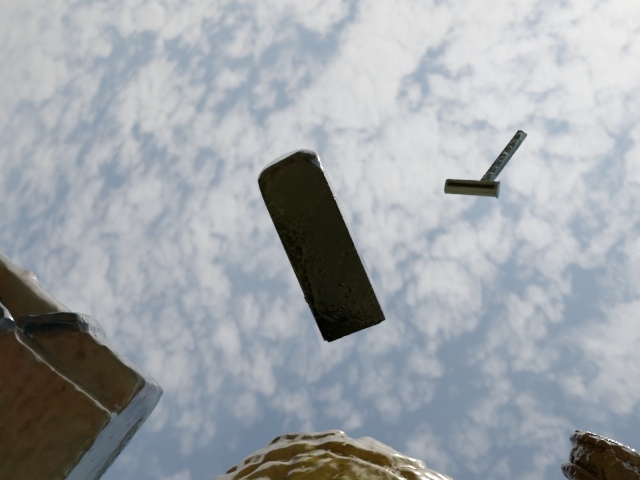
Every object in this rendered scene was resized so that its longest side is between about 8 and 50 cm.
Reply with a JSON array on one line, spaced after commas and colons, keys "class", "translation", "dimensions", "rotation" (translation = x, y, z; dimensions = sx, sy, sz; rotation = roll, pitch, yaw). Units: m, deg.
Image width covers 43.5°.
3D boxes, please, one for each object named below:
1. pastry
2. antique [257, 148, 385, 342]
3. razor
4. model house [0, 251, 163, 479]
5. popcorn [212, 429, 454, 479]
[{"class": "pastry", "translation": [0.280, 0.224, 0.764], "dimensions": [0.057, 0.097, 0.109], "rotation": [-64, -174, -11]}, {"class": "antique", "translation": [0.000, 0.000, 0.946], "dimensions": [0.081, 0.221, 0.080], "rotation": [-21, -165, 3]}, {"class": "razor", "translation": [0.271, -0.116, 1.226], "dimensions": [0.084, 0.036, 0.211], "rotation": [8, -148, 34]}, {"class": "model house", "translation": [-0.343, 0.159, 0.716], "dimensions": [0.312, 0.280, 0.245], "rotation": [-52, 176, -11]}, {"class": "popcorn", "translation": [0.035, 0.364, 0.828], "dimensions": [0.344, 0.390, 0.354], "rotation": [-38, -119, 28]}]
